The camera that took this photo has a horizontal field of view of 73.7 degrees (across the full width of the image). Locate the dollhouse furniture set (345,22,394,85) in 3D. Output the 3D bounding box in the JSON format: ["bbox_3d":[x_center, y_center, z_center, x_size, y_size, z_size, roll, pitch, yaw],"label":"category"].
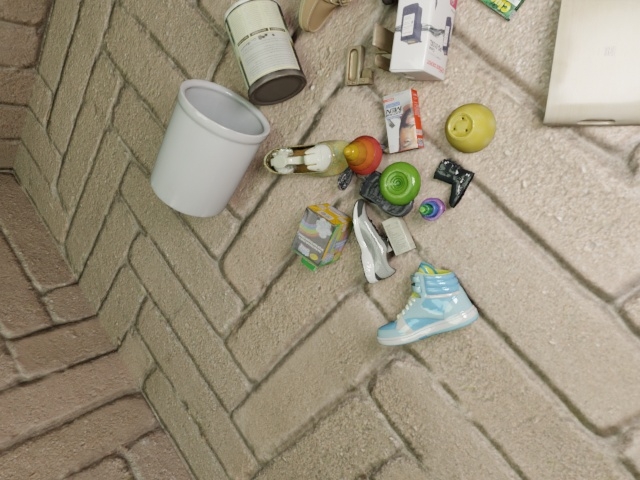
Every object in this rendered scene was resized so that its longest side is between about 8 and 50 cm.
[{"bbox_3d":[0.121,-0.541,1.262,0.151,0.123,0.144,12,105,33],"label":"dollhouse furniture set"}]

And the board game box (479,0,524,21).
[{"bbox_3d":[0.424,-0.691,1.084,0.260,0.030,0.136,48,119,18],"label":"board game box"}]

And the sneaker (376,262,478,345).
[{"bbox_3d":[0.285,0.185,1.282,0.318,0.127,0.208,-25,86,26],"label":"sneaker"}]

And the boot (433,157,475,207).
[{"bbox_3d":[0.366,-0.165,1.208,0.099,0.045,0.121,32,108,24],"label":"boot"}]

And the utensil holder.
[{"bbox_3d":[-0.411,-0.325,1.559,0.328,0.327,0.386,48,124,19],"label":"utensil holder"}]

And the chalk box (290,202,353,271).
[{"bbox_3d":[0.000,0.000,1.442,0.132,0.132,0.213,35,117,24],"label":"chalk box"}]

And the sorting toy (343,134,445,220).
[{"bbox_3d":[0.187,-0.179,1.214,0.365,0.126,0.127,43,114,22],"label":"sorting toy"}]

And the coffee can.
[{"bbox_3d":[-0.183,-0.620,1.412,0.201,0.201,0.276,-21,86,36],"label":"coffee can"}]

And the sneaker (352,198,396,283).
[{"bbox_3d":[0.167,-0.004,1.358,0.107,0.100,0.272,-16,86,11],"label":"sneaker"}]

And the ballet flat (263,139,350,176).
[{"bbox_3d":[-0.049,-0.271,1.436,0.348,0.123,0.123,4,100,34],"label":"ballet flat"}]

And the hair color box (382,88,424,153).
[{"bbox_3d":[0.243,-0.348,1.256,0.093,0.053,0.167,-6,96,36],"label":"hair color box"}]

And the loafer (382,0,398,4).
[{"bbox_3d":[0.233,-0.840,1.148,0.130,0.134,0.366,4,112,10],"label":"loafer"}]

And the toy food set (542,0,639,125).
[{"bbox_3d":[0.641,-0.415,0.958,0.219,0.092,0.307,7,104,22],"label":"toy food set"}]

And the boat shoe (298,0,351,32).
[{"bbox_3d":[0.048,-0.754,1.261,0.110,0.121,0.341,52,134,13],"label":"boat shoe"}]

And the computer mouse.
[{"bbox_3d":[0.195,-0.192,1.322,0.262,0.060,0.184,30,98,25],"label":"computer mouse"}]

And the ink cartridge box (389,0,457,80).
[{"bbox_3d":[0.274,-0.555,1.124,0.100,0.172,0.238,15,107,32],"label":"ink cartridge box"}]

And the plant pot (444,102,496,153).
[{"bbox_3d":[0.387,-0.301,1.138,0.134,0.095,0.134,7,103,34],"label":"plant pot"}]

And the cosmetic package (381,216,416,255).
[{"bbox_3d":[0.243,-0.018,1.322,0.060,0.041,0.115,-24,84,36],"label":"cosmetic package"}]
